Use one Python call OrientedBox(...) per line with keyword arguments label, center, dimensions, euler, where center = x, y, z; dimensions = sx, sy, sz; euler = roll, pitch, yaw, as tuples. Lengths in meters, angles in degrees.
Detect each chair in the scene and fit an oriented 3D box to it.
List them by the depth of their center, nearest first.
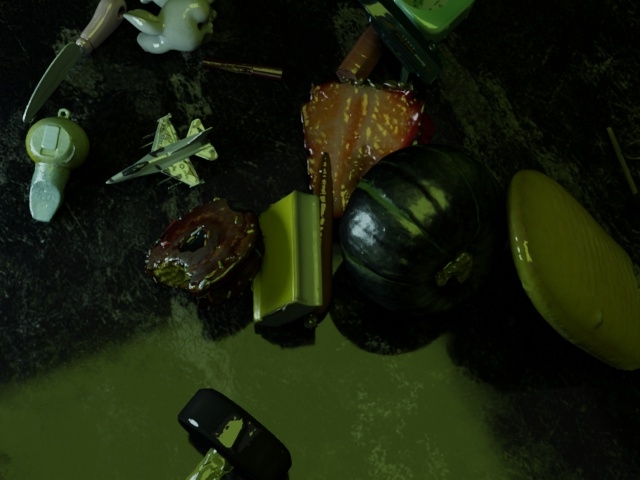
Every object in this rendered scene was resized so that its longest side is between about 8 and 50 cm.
OrientedBox(label="chair", center=(0.654, -0.148, 1.797), dimensions=(0.095, 0.104, 0.222), euler=(-16, 63, 18))

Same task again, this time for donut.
OrientedBox(label="donut", center=(-0.201, 0.026, 1.632), dimensions=(0.230, 0.096, 0.216), euler=(6, 52, 37))

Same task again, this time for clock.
OrientedBox(label="clock", center=(0.221, -0.538, 1.934), dimensions=(0.211, 0.066, 0.159), euler=(43, 72, 13))

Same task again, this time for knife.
OrientedBox(label="knife", center=(-0.504, -0.377, 1.817), dimensions=(0.043, 0.081, 0.336), euler=(27, 69, 10))

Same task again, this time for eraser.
OrientedBox(label="eraser", center=(-0.065, 0.038, 1.636), dimensions=(0.069, 0.158, 0.226), euler=(14, 63, -33))

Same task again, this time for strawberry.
OrientedBox(label="strawberry", center=(0.107, -0.181, 1.745), dimensions=(0.253, 0.150, 0.280), euler=(-9, 81, 18))

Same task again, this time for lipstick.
OrientedBox(label="lipstick", center=(-0.166, -0.361, 1.863), dimensions=(0.176, 0.027, 0.027), euler=(9, 68, 2))

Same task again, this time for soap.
OrientedBox(label="soap", center=(0.449, 0.051, 1.584), dimensions=(0.115, 0.427, 0.306), euler=(-19, 50, 37))

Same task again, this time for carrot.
OrientedBox(label="carrot", center=(0.000, 0.000, 1.668), dimensions=(0.069, 0.069, 0.336), euler=(7, 88, -1))

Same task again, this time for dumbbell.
OrientedBox(label="dumbbell", center=(-0.218, 0.423, 1.451), dimensions=(0.203, 0.204, 0.322), euler=(36, 70, 11))

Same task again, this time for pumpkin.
OrientedBox(label="pumpkin", center=(0.184, -0.016, 1.590), dimensions=(0.323, 0.323, 0.241), euler=(-39, 53, -17))

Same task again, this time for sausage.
OrientedBox(label="sausage", center=(0.101, -0.400, 1.877), dimensions=(0.065, 0.065, 0.169), euler=(30, 69, 8))

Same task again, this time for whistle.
OrientedBox(label="whistle", center=(-0.515, -0.146, 1.727), dimensions=(0.122, 0.123, 0.223), euler=(10, 89, 1))

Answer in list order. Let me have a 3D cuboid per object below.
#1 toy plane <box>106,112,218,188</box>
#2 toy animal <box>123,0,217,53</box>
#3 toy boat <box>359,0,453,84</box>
OrientedBox(label="toy plane", center=(-0.308, -0.161, 1.754), dimensions=(0.234, 0.082, 0.160), euler=(-27, 82, 2))
OrientedBox(label="toy animal", center=(-0.305, -0.486, 1.849), dimensions=(0.178, 0.127, 0.193), euler=(5, 69, 1))
OrientedBox(label="toy boat", center=(0.155, -0.416, 1.823), dimensions=(0.103, 0.093, 0.246), euler=(-39, 109, 19))
